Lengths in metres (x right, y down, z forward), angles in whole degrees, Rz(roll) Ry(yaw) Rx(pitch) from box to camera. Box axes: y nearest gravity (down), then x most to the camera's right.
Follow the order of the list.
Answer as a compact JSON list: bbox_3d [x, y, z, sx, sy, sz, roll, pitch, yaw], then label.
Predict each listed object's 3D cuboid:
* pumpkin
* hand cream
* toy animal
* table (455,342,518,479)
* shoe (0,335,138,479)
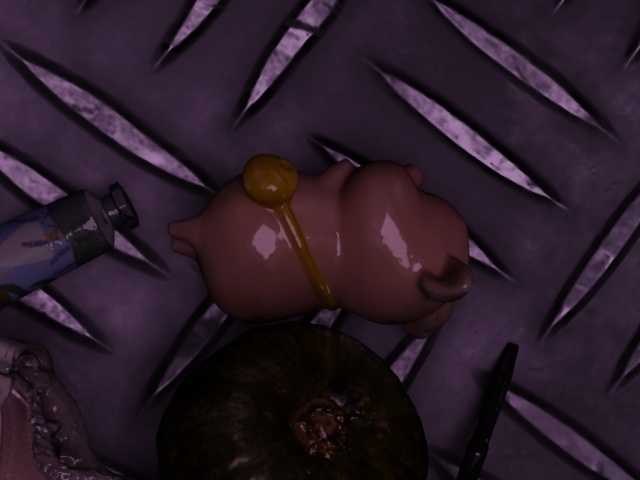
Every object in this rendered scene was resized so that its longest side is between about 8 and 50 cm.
[{"bbox_3d":[-0.022,0.173,1.214,0.223,0.157,0.224,14,51,-18],"label":"pumpkin"},{"bbox_3d":[-0.273,0.027,1.286,0.256,0.055,0.088,-26,104,1],"label":"hand cream"},{"bbox_3d":[0.000,0.001,1.267,0.248,0.165,0.149,7,86,1],"label":"toy animal"},{"bbox_3d":[0.224,0.255,1.269,0.317,0.317,0.249,39,73,-9],"label":"table"},{"bbox_3d":[-0.290,0.147,1.203,0.198,0.172,0.351,-39,83,-1],"label":"shoe"}]
